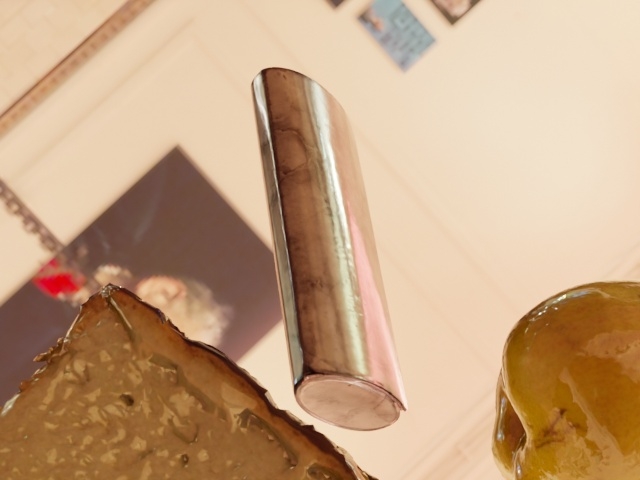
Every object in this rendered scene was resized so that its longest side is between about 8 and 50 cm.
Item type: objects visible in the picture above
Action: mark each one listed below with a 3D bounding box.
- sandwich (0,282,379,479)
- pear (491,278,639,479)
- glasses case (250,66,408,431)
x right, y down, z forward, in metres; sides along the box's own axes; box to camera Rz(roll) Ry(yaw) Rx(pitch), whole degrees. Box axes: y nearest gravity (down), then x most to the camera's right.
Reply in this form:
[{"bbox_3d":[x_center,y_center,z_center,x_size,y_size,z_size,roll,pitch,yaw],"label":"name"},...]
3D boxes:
[{"bbox_3d":[-0.102,0.165,0.565,0.251,0.226,0.087,-49,146,-20],"label":"sandwich"},{"bbox_3d":[0.220,0.120,0.925,0.200,0.200,0.200,-41,-172,7],"label":"pear"},{"bbox_3d":[0.000,0.000,0.994,0.060,0.114,0.299,-30,-130,26],"label":"glasses case"}]
